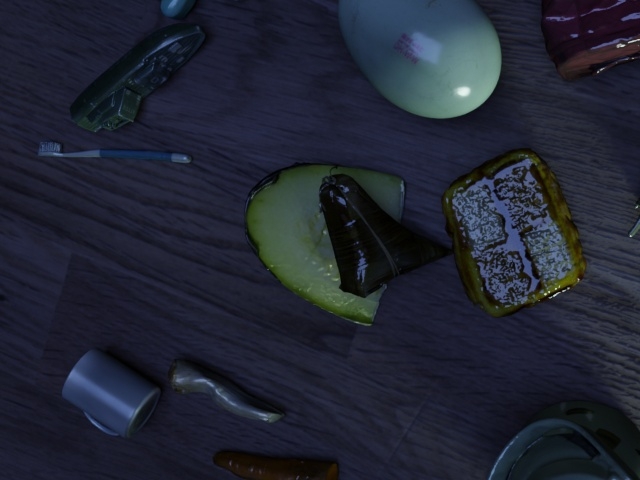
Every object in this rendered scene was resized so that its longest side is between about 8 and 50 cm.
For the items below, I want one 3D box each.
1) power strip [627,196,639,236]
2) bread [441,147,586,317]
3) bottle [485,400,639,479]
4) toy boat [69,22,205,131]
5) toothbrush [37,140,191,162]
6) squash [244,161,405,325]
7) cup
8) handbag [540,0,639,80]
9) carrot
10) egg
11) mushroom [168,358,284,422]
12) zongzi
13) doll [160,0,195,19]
[{"bbox_3d":[0.499,-0.118,1.324,0.034,0.092,0.268,35,102,13],"label":"power strip"},{"bbox_3d":[0.273,-0.011,1.395,0.181,0.096,0.222,-21,88,13],"label":"bread"},{"bbox_3d":[0.332,0.345,1.275,0.229,0.351,0.229,1,95,17],"label":"bottle"},{"bbox_3d":[-0.283,-0.256,1.529,0.260,0.078,0.085,-35,68,16],"label":"toy boat"},{"bbox_3d":[-0.340,-0.145,1.585,0.275,0.019,0.025,4,88,15],"label":"toothbrush"},{"bbox_3d":[0.000,0.000,1.440,0.203,0.155,0.237,15,96,15],"label":"squash"},{"bbox_3d":[-0.341,0.255,1.590,0.133,0.136,0.099,30,67,10],"label":"cup"},{"bbox_3d":[0.414,-0.302,1.307,0.224,0.146,0.136,-12,86,16],"label":"handbag"},{"bbox_3d":[-0.079,0.367,1.543,0.209,0.061,0.061,6,96,19],"label":"carrot"},{"bbox_3d":[0.135,-0.284,1.362,0.264,0.183,0.183,42,104,16],"label":"egg"},{"bbox_3d":[-0.153,0.249,1.547,0.202,0.059,0.054,22,103,11],"label":"mushroom"},{"bbox_3d":[0.095,-0.033,1.415,0.184,0.084,0.187,-21,105,-17],"label":"zongzi"},{"bbox_3d":[-0.192,-0.419,1.503,0.158,0.059,0.159,-35,84,15],"label":"doll"}]
